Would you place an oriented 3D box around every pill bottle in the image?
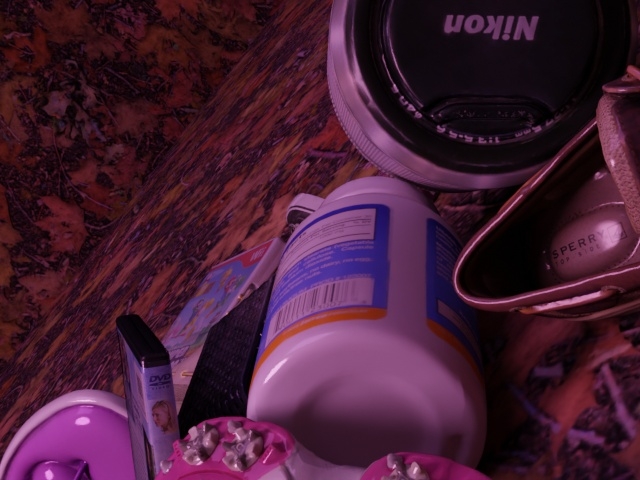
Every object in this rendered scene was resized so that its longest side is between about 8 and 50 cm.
[{"bbox_3d":[0.037,0.058,0.776,0.152,0.152,0.272,-42,16,22],"label":"pill bottle"}]

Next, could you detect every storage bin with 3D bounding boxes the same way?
[{"bbox_3d":[-0.032,0.126,0.854,0.084,0.122,0.180,-40,18,26],"label":"storage bin"}]

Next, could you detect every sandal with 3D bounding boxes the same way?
[{"bbox_3d":[-0.254,0.302,0.972,0.416,0.169,0.102,-54,8,30],"label":"sandal"}]

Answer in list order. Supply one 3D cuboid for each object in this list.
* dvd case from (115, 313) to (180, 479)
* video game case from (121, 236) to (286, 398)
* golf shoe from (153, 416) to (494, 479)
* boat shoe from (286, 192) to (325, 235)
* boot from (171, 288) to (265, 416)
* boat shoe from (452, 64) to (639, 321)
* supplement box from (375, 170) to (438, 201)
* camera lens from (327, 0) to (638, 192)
[{"bbox_3d":[-0.118,0.190,0.791,0.022,0.253,0.180,-8,7,-15],"label":"dvd case"},{"bbox_3d":[-0.163,0.127,1.387,0.204,0.025,0.285,-24,29,57],"label":"video game case"},{"bbox_3d":[0.036,0.182,0.578,0.306,0.140,0.115,11,59,46],"label":"golf shoe"},{"bbox_3d":[0.000,0.000,1.153,0.070,0.078,0.219,-50,17,-9],"label":"boat shoe"},{"bbox_3d":[-0.113,0.130,1.147,0.165,0.077,0.213,-54,22,-18],"label":"boot"},{"bbox_3d":[0.195,-0.038,0.555,0.123,0.123,0.342,-5,-18,-35],"label":"boat shoe"},{"bbox_3d":[0.092,-0.063,1.120,0.055,0.043,0.083,-56,18,-24],"label":"supplement box"},{"bbox_3d":[0.115,-0.148,0.863,0.219,0.219,0.274,-48,1,1],"label":"camera lens"}]
